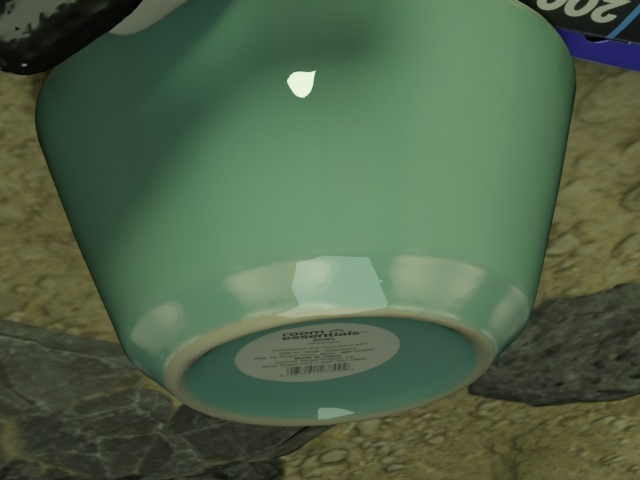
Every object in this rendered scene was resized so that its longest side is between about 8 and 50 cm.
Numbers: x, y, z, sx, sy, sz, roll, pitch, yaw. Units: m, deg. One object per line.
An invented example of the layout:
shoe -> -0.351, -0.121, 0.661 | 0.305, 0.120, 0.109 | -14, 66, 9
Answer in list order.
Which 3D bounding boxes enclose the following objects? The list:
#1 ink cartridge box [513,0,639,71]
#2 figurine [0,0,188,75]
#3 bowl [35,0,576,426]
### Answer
ink cartridge box -> 0.199, -0.148, 0.871 | 0.206, 0.045, 0.208 | 8, 145, -26
figurine -> -0.038, -0.162, 0.673 | 0.209, 0.092, 0.215 | -26, -173, 16
bowl -> 0.000, 0.000, 0.892 | 0.311, 0.163, 0.311 | -5, 156, -2
